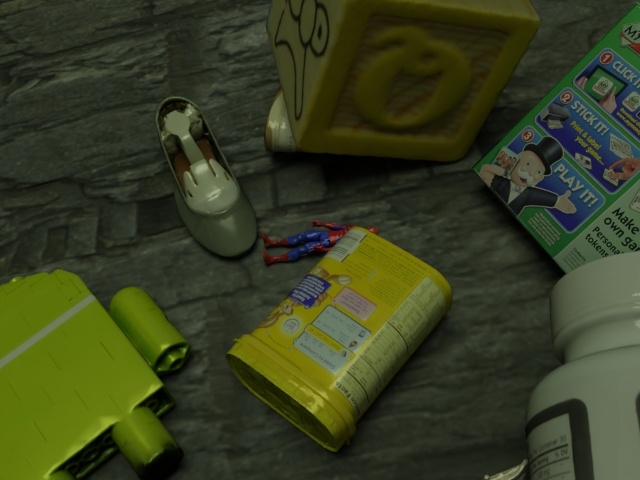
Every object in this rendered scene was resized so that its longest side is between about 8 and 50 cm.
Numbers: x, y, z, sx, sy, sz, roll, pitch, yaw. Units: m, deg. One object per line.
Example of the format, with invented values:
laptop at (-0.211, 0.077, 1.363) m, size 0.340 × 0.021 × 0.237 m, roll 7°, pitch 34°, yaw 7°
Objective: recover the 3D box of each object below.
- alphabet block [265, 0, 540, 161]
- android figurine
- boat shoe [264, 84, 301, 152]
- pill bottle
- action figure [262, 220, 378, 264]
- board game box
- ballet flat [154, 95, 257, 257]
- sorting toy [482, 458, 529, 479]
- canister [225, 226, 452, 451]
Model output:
alphabet block at (0.067, -0.215, 0.795) m, size 0.193 × 0.192 × 0.197 m, roll 0°, pitch 52°, yaw -18°
android figurine at (-0.246, 0.135, 0.718) m, size 0.248 × 0.056 × 0.273 m, roll -39°, pitch 57°, yaw -17°
boat shoe at (-0.016, -0.161, 0.890) m, size 0.059 × 0.063 × 0.170 m, roll 12°, pitch 58°, yaw 4°
pill bottle at (0.225, 0.174, 0.510) m, size 0.176 × 0.176 × 0.319 m, roll -1°, pitch 60°, yaw 10°
action figure at (0.000, 0.000, 0.787) m, size 0.115 × 0.030 × 0.038 m, roll -7°, pitch 49°, yaw 3°
board game box at (0.301, -0.031, 0.676) m, size 0.213 × 0.046 × 0.317 m, roll -45°, pitch 53°, yaw 16°
ballet flat at (-0.129, -0.073, 0.838) m, size 0.072 × 0.068 × 0.213 m, roll -24°, pitch 54°, yaw -7°
sorting toy at (0.131, 0.187, 0.595) m, size 0.083 × 0.075 × 0.045 m, roll -21°, pitch 53°, yaw -4°
canister at (0.021, 0.079, 0.697) m, size 0.126 × 0.073 × 0.170 m, roll 31°, pitch 64°, yaw 28°
